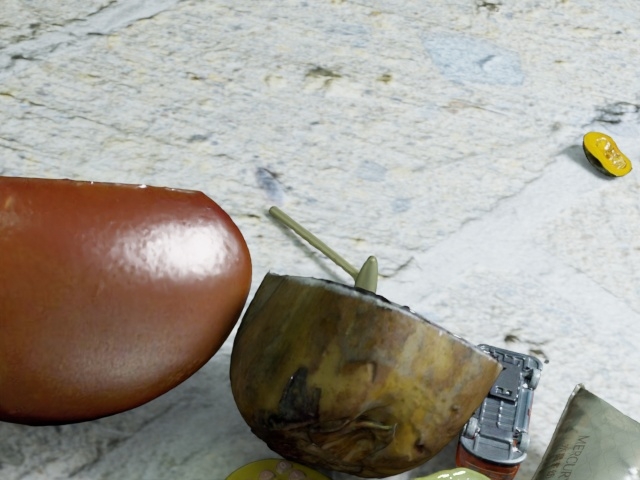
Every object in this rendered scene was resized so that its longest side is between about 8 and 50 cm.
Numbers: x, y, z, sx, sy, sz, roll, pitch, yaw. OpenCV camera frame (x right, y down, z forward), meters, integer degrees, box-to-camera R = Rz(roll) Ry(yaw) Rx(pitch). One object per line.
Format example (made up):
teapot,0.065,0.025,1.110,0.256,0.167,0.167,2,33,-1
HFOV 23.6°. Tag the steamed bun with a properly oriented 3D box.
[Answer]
steamed bun,-0.273,0.066,1.564,0.379,0.248,0.235,4,-5,-30

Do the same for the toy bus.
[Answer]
toy bus,0.189,0.195,1.666,0.079,0.077,0.174,16,41,2

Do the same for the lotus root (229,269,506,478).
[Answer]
lotus root,0.037,0.148,1.583,0.272,0.272,0.192,22,74,14

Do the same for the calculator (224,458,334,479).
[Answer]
calculator,-0.009,0.303,1.540,0.146,0.032,0.235,-24,49,-33

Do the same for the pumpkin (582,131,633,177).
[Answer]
pumpkin,0.389,-0.112,2.097,0.050,0.028,0.083,-18,56,-31

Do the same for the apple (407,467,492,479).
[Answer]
apple,0.134,0.352,1.437,0.193,0.120,0.265,-1,66,-35

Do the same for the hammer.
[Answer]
hammer,0.000,0.000,1.879,0.028,0.060,0.195,-27,48,-34

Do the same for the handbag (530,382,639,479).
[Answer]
handbag,0.293,0.271,1.577,0.182,0.117,0.270,30,46,10
